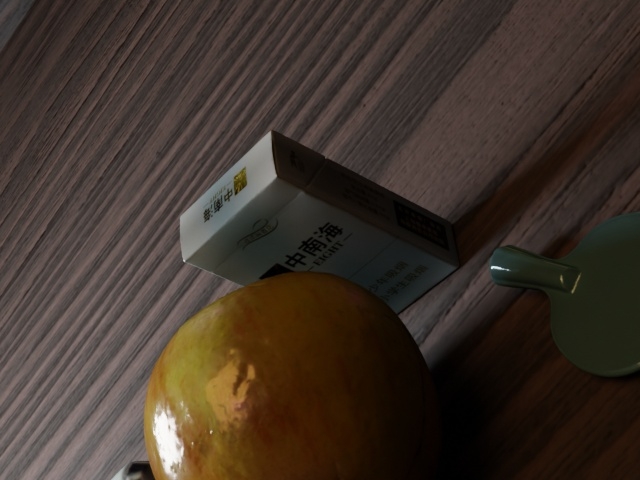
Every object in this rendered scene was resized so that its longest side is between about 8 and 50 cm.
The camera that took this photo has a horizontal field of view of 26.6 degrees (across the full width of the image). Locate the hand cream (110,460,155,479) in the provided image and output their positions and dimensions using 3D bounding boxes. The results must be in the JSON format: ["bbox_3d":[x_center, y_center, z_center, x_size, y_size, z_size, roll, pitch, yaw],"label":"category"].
[{"bbox_3d":[-0.281,0.403,1.565,0.358,0.185,0.118,-46,64,17],"label":"hand cream"}]

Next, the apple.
[{"bbox_3d":[-0.019,0.169,1.232,0.286,0.286,0.233,-45,53,27],"label":"apple"}]

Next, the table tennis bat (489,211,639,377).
[{"bbox_3d":[0.235,0.040,1.184,0.237,0.038,0.149,13,80,54],"label":"table tennis bat"}]

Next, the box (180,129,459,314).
[{"bbox_3d":[0.000,0.000,1.358,0.155,0.243,0.067,-40,40,31],"label":"box"}]
